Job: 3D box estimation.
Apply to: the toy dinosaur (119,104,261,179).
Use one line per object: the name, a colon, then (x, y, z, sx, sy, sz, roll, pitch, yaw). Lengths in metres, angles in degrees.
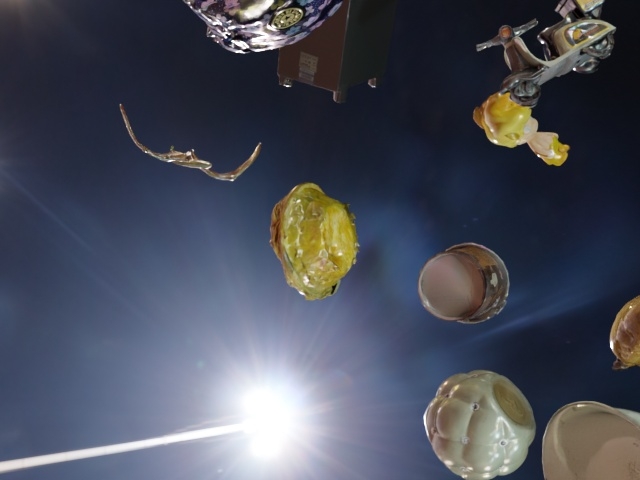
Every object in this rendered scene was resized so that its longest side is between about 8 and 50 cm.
toy dinosaur: (-0.328, -0.237, 1.669, 0.206, 0.327, 0.113, -52, 161, -81)

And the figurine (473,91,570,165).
figurine: (0.489, -0.267, 1.649, 0.131, 0.246, 0.156, -50, -174, 48)

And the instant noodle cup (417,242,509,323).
instant noodle cup: (0.356, 0.112, 1.722, 0.217, 0.207, 0.217, -1, -92, 24)

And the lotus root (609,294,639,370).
lotus root: (0.608, 0.176, 1.264, 0.125, 0.118, 0.221, 28, -36, 21)

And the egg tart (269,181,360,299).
egg tart: (0.001, 0.000, 1.172, 0.090, 0.213, 0.212, -6, -97, 33)

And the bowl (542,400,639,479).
bowl: (0.690, 0.525, 1.425, 0.435, 0.196, 0.434, 169, -90, -68)

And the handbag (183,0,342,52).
handbag: (-0.060, -0.321, 0.853, 0.229, 0.208, 0.126, -24, -99, 10)

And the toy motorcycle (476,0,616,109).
toy motorcycle: (0.423, -0.354, 1.254, 0.157, 0.263, 0.091, 58, -9, 10)

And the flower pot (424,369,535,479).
flower pot: (0.367, 0.417, 1.552, 0.195, 0.246, 0.246, -46, -128, 31)

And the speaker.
speaker: (0.039, -0.477, 1.553, 0.184, 0.232, 0.254, 24, -55, 25)
